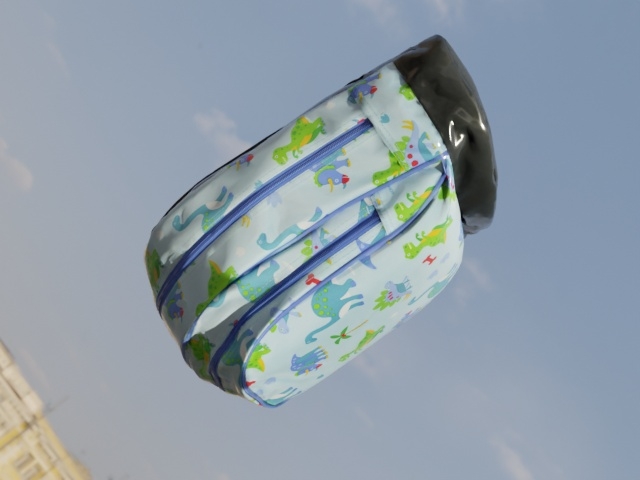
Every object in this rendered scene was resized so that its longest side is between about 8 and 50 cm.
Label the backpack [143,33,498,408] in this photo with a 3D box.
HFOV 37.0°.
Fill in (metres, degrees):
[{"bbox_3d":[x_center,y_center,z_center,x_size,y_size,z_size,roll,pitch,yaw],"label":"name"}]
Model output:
[{"bbox_3d":[0.000,0.000,0.953,0.290,0.356,0.273,71,1,-71],"label":"backpack"}]
